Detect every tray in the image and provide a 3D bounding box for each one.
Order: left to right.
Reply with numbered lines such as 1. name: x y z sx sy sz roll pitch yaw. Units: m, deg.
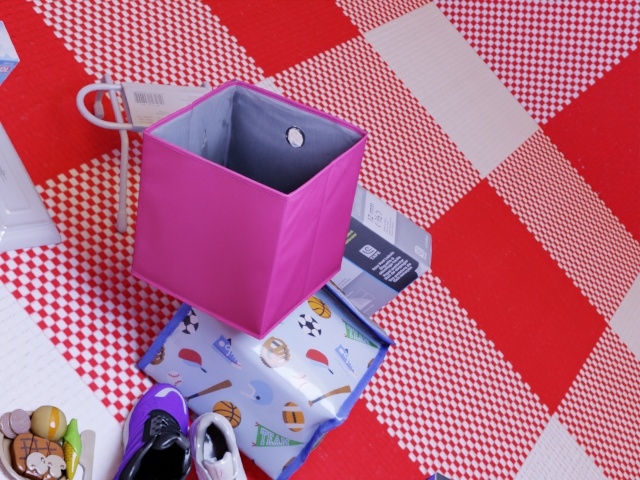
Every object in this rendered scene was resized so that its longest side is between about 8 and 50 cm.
1. tray: -0.533 -0.106 1.867 0.145 0.030 0.270 -12 66 -50

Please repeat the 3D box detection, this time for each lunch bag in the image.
1. lunch bag: -0.061 0.161 1.939 0.328 0.239 0.385 42 31 2

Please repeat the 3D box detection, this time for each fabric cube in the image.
1. fabric cube: -0.108 -0.055 1.734 0.254 0.258 0.259 24 35 20

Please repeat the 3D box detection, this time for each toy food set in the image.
1. toy food set: -0.401 0.291 1.623 0.192 0.038 0.132 23 42 -31

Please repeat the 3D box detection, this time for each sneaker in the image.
1. sneaker: -0.235 0.313 1.687 0.102 0.146 0.293 36 37 -17
2. sneaker: -0.150 0.370 1.725 0.090 0.115 0.232 -20 75 -8

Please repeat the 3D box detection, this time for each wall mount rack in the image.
1. wall mount rack: -0.280 -0.167 2.083 0.350 0.130 0.304 1 52 -28

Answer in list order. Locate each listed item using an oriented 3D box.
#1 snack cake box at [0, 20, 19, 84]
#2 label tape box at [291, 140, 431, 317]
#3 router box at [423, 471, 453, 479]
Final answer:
1. snack cake box: -0.641 -0.284 1.814 0.264 0.152 0.089 -5 61 -49
2. label tape box: 0.000 0.000 2.147 0.348 0.249 0.115 33 37 -22
3. router box: 0.227 0.526 1.900 0.309 0.243 0.081 30 39 -24
